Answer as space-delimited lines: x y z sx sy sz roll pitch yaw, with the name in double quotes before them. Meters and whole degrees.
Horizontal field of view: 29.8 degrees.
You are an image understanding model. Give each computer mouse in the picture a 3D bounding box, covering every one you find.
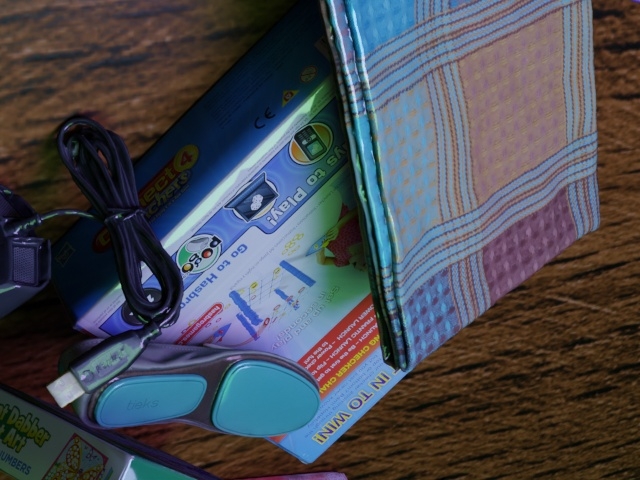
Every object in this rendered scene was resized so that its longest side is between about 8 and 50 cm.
"computer mouse" -0.219 0.046 0.793 0.262 0.184 0.060 -27 157 -14

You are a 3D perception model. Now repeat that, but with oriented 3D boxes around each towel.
"towel" 0.114 -0.120 0.850 0.271 0.040 0.370 -32 125 -34

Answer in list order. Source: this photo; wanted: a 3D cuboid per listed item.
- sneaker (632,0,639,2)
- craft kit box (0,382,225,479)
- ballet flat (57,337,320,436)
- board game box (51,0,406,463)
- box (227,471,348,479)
"sneaker" 0.229 -0.311 0.827 0.146 0.102 0.293 -7 120 -38
"craft kit box" -0.138 0.181 0.899 0.250 0.246 0.061 35 72 -45
"ballet flat" -0.090 0.098 0.863 0.213 0.068 0.072 9 113 -43
"board game box" 0.000 0.000 0.950 0.308 0.086 0.302 -44 136 6
"box" -0.095 0.322 1.109 0.300 0.142 0.154 3 123 -34
